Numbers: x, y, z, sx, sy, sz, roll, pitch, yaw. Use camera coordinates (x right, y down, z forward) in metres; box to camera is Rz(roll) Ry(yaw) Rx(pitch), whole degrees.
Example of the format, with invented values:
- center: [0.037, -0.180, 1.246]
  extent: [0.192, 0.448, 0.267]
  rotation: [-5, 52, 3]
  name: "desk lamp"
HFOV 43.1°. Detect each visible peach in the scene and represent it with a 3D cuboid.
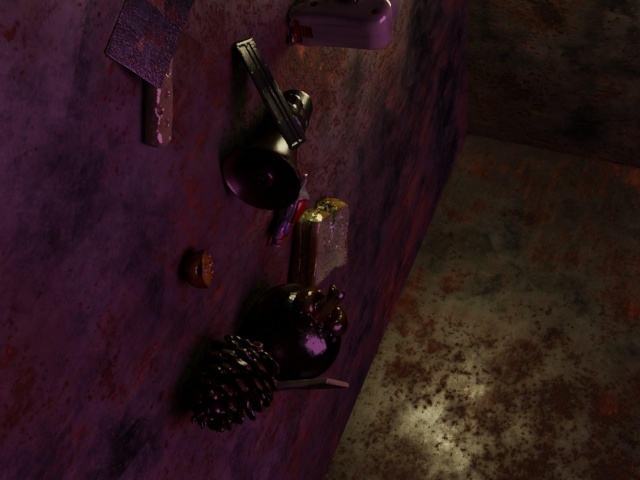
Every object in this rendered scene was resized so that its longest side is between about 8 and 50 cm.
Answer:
- center: [-0.286, 0.066, 1.894]
  extent: [0.098, 0.061, 0.098]
  rotation: [-2, 90, -86]
  name: "peach"

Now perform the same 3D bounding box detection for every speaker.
- center: [-0.093, -0.211, 2.062]
  extent: [0.330, 0.198, 0.259]
  rotation: [-65, 146, -49]
  name: "speaker"

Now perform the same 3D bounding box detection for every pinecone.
- center: [-0.220, 0.364, 2.060]
  extent: [0.272, 0.224, 0.224]
  rotation: [-54, 151, -38]
  name: "pinecone"

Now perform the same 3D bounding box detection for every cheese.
- center: [-0.317, -0.279, 1.595]
  extent: [0.065, 0.043, 0.194]
  rotation: [-46, 144, -61]
  name: "cheese"

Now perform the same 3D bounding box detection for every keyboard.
- center: [-0.086, -0.299, 1.912]
  extent: [0.381, 0.041, 0.103]
  rotation: [56, 31, -6]
  name: "keyboard"

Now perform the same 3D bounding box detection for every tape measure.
- center: [0.072, -0.610, 2.119]
  extent: [0.130, 0.258, 0.265]
  rotation: [74, 29, -53]
  name: "tape measure"

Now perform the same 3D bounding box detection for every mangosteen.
- center: [-0.061, 0.261, 2.299]
  extent: [0.297, 0.293, 0.297]
  rotation: [0, 90, -65]
  name: "mangosteen"

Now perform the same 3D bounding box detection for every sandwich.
- center: [0.002, 0.000, 2.580]
  extent: [0.273, 0.095, 0.249]
  rotation: [-34, 132, -60]
  name: "sandwich"

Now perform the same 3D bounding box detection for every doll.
- center: [-0.085, -0.084, 2.310]
  extent: [0.102, 0.075, 0.228]
  rotation: [-32, 145, -82]
  name: "doll"

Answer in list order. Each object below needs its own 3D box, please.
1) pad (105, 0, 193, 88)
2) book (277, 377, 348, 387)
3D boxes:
- center: [-0.311, -0.407, 1.507]
  extent: [0.143, 0.003, 0.212]
  rotation: [30, 74, -50]
  name: "pad"
- center: [-0.102, 0.410, 2.271]
  extent: [0.228, 0.322, 0.018]
  rotation: [37, 48, -68]
  name: "book"
